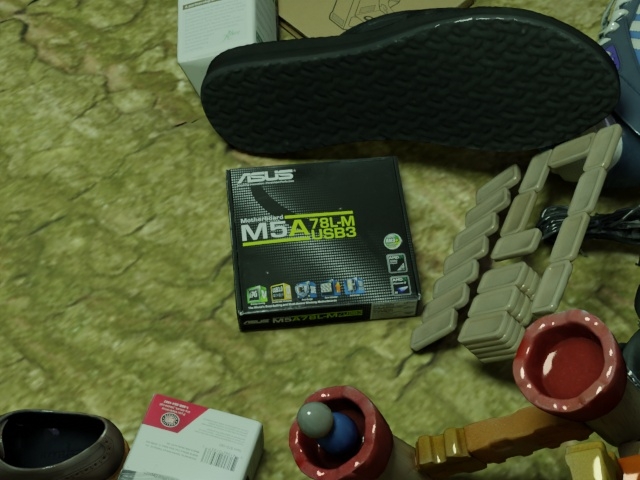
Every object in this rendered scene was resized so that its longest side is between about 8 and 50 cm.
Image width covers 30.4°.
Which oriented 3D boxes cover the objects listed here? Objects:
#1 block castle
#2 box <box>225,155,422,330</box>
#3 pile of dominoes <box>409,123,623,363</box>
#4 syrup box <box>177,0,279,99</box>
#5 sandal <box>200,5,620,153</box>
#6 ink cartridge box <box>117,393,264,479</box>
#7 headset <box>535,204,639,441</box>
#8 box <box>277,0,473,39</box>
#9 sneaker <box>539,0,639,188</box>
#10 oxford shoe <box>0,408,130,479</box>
[{"bbox_3d":[0.142,0.300,0.887,0.303,0.213,0.453,-21,54,23],"label":"block castle"},{"bbox_3d":[0.000,0.000,1.243,0.191,0.045,0.184,-4,59,-4],"label":"box"},{"bbox_3d":[0.204,0.010,1.185,0.040,0.196,0.251,41,57,-22],"label":"pile of dominoes"},{"bbox_3d":[-0.107,-0.279,1.381,0.096,0.093,0.236,-11,57,13],"label":"syrup box"},{"bbox_3d":[0.089,-0.184,1.247,0.446,0.167,0.107,0,46,18],"label":"sandal"},{"bbox_3d":[-0.126,0.231,1.083,0.109,0.063,0.150,15,59,9],"label":"ink cartridge box"},{"bbox_3d":[0.315,0.089,1.087,0.185,0.243,0.394,4,36,-3],"label":"headset"},{"bbox_3d":[0.063,-0.289,1.443,0.201,0.021,0.164,-39,65,-23],"label":"box"},{"bbox_3d":[0.314,-0.205,1.324,0.236,0.130,0.322,-2,63,-6],"label":"sneaker"},{"bbox_3d":[-0.316,0.193,1.085,0.271,0.098,0.097,-7,58,-5],"label":"oxford shoe"}]
